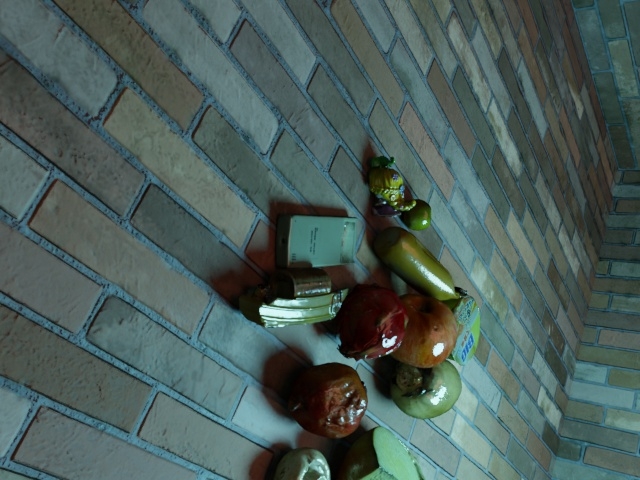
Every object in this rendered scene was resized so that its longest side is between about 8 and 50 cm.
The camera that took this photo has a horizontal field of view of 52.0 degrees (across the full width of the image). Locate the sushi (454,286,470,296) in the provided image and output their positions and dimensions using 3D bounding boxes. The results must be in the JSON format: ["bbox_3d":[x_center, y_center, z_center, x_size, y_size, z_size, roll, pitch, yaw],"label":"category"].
[{"bbox_3d":[0.430,0.216,2.051,0.150,0.091,0.078,58,46,-36],"label":"sushi"}]

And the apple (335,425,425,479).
[{"bbox_3d":[0.142,0.591,1.626,0.346,0.179,0.254,46,56,-47],"label":"apple"}]

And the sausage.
[{"bbox_3d":[0.274,0.083,1.755,0.328,0.112,0.112,39,61,-29],"label":"sausage"}]

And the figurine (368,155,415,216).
[{"bbox_3d":[0.184,-0.140,1.669,0.095,0.115,0.156,-24,111,-61],"label":"figurine"}]

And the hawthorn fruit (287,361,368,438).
[{"bbox_3d":[0.021,0.352,1.462,0.179,0.174,0.173,51,54,-43],"label":"hawthorn fruit"}]

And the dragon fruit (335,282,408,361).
[{"bbox_3d":[0.123,0.196,1.576,0.172,0.172,0.209,55,43,-40],"label":"dragon fruit"}]

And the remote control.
[{"bbox_3d":[0.000,0.000,1.504,0.285,0.038,0.123,-4,98,-55],"label":"remote control"}]

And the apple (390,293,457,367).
[{"bbox_3d":[0.251,0.230,1.718,0.209,0.209,0.164,-39,141,-45],"label":"apple"}]

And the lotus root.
[{"bbox_3d":[0.309,0.408,1.833,0.310,0.183,0.182,25,74,-55],"label":"lotus root"}]

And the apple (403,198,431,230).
[{"bbox_3d":[0.271,-0.071,1.824,0.089,0.075,0.089,4,90,-74],"label":"apple"}]

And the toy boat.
[{"bbox_3d":[-0.050,0.116,1.396,0.310,0.089,0.115,4,100,-53],"label":"toy boat"}]

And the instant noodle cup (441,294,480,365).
[{"bbox_3d":[0.356,0.247,1.904,0.205,0.153,0.204,-10,103,-51],"label":"instant noodle cup"}]

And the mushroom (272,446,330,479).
[{"bbox_3d":[-0.040,0.527,1.434,0.148,0.112,0.148,12,76,-57],"label":"mushroom"}]
